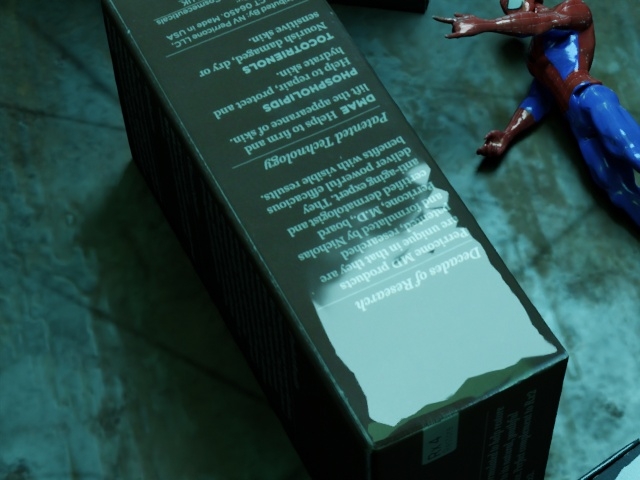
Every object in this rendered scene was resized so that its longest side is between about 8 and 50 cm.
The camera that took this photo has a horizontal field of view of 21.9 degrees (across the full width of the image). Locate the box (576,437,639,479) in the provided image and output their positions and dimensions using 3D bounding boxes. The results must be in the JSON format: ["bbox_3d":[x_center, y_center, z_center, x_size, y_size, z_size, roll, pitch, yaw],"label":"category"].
[{"bbox_3d":[0.197,0.257,0.974,0.183,0.059,0.233,-31,62,-19],"label":"box"}]

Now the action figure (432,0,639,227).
[{"bbox_3d":[0.166,-0.076,1.170,0.139,0.091,0.280,-12,57,-17],"label":"action figure"}]

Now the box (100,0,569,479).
[{"bbox_3d":[0.000,0.000,1.069,0.143,0.191,0.381,-22,60,-13],"label":"box"}]

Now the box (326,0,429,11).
[{"bbox_3d":[-0.063,-0.289,1.229,0.307,0.242,0.076,6,57,4],"label":"box"}]
